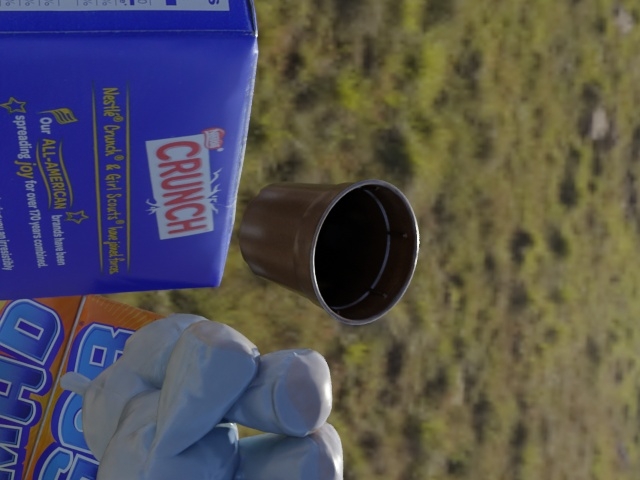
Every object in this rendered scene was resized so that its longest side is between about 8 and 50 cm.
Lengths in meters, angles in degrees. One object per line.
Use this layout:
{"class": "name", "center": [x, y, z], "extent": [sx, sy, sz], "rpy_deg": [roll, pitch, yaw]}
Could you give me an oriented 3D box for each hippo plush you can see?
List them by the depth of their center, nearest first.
{"class": "hippo plush", "center": [-0.128, 0.200, 1.172], "extent": [0.234, 0.236, 0.294], "rpy_deg": [42, 83, -23]}

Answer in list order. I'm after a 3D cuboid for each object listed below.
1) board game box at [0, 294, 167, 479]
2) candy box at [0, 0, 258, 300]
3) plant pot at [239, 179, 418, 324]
{"class": "board game box", "center": [-0.398, 0.261, 1.907], "extent": [0.356, 0.356, 0.356], "rpy_deg": [112, -6, -84]}
{"class": "candy box", "center": [-0.203, -0.069, 0.641], "extent": [0.268, 0.317, 0.122], "rpy_deg": [107, -21, -60]}
{"class": "plant pot", "center": [0.000, 0.000, 1.422], "extent": [0.167, 0.165, 0.167], "rpy_deg": [-11, 107, -39]}
